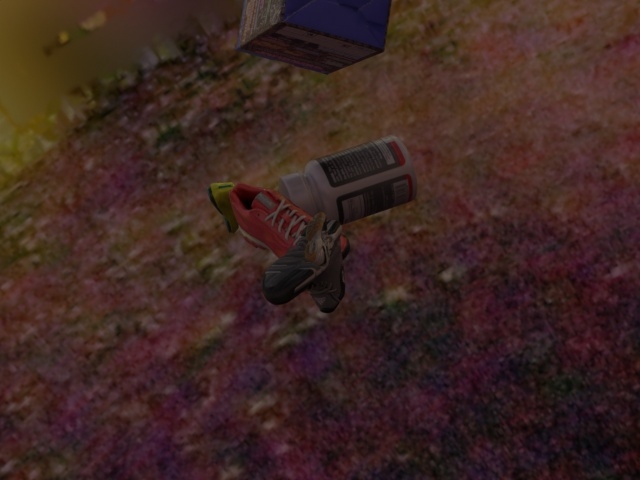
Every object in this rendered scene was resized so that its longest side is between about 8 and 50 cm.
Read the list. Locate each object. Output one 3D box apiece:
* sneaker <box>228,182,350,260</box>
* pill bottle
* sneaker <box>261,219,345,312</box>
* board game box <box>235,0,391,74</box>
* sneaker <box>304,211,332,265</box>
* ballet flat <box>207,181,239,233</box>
[{"bbox_3d":[-0.078,-0.027,1.665,0.314,0.136,0.116,23,64,44],"label":"sneaker"},{"bbox_3d":[0.059,-0.122,1.933,0.283,0.161,0.161,-19,20,-12],"label":"pill bottle"},{"bbox_3d":[-0.009,0.071,1.342,0.086,0.132,0.228,-1,27,27],"label":"sneaker"},{"bbox_3d":[-0.019,-0.469,1.829,0.291,0.232,0.141,-178,97,-67],"label":"board game box"},{"bbox_3d":[0.000,0.000,1.243,0.032,0.037,0.083,-22,48,44],"label":"sneaker"},{"bbox_3d":[-0.219,-0.082,2.151,0.077,0.231,0.077,-20,66,-1],"label":"ballet flat"}]
